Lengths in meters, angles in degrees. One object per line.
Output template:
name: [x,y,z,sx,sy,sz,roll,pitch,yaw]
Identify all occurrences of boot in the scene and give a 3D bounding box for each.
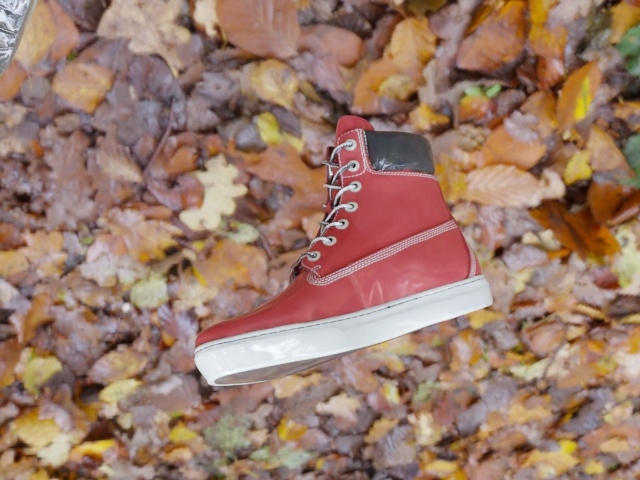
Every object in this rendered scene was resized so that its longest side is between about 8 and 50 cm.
boot: [0.000,0.000,0.636,0.244,0.176,0.088,-16,172,-31]

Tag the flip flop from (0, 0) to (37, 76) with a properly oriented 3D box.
flip flop: [-0.331,-0.253,0.835,0.112,0.080,0.277,26,131,-25]
